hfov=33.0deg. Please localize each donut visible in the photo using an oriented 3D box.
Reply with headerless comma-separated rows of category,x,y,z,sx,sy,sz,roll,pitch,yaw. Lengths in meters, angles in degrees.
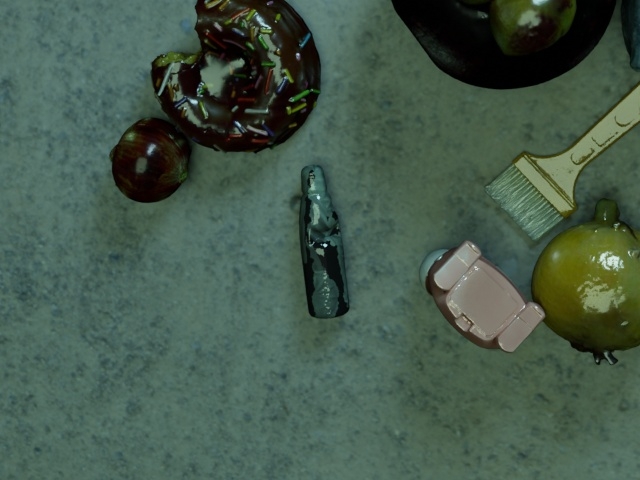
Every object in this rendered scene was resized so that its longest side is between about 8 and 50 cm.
donut,-0.114,-0.213,1.414,0.230,0.096,0.216,-32,97,20

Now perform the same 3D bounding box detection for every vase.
vase,0.000,0.000,1.471,0.060,0.060,0.211,-3,107,15

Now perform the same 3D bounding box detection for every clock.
clock,0.197,0.081,1.395,0.166,0.162,0.093,44,85,2

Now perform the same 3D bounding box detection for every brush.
brush,0.340,-0.118,1.374,0.103,0.013,0.272,45,111,-3

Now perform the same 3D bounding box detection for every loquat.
loquat,0.352,0.050,1.353,0.172,0.149,0.204,8,98,18

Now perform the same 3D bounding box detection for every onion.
onion,-0.236,-0.107,1.474,0.119,0.118,0.117,10,113,11

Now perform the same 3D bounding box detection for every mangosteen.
mangosteen,0.205,-0.306,1.193,0.275,0.302,0.275,0,91,2

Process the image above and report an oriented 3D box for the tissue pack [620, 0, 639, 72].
tissue pack,0.384,-0.356,1.164,0.103,0.228,0.315,3,111,13
